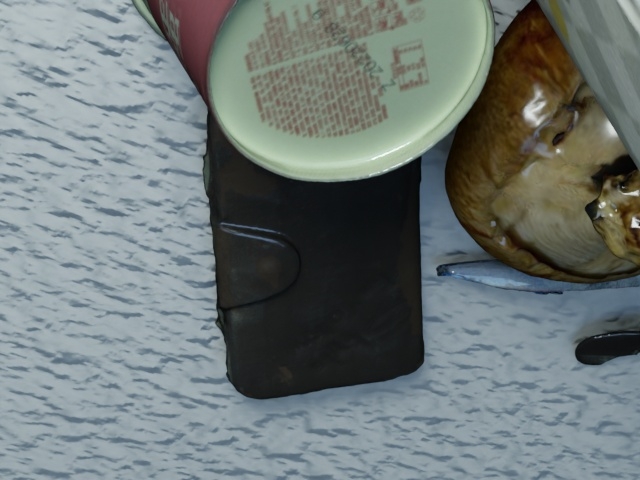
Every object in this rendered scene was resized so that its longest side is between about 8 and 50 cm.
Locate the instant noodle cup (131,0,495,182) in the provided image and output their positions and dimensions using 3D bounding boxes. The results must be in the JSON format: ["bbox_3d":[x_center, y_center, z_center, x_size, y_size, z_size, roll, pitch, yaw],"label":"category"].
[{"bbox_3d":[-0.003,-0.159,1.158,0.235,0.178,0.234,-8,130,-10],"label":"instant noodle cup"}]

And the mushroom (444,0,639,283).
[{"bbox_3d":[0.224,-0.062,1.318,0.267,0.254,0.267,-6,157,-2],"label":"mushroom"}]

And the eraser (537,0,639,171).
[{"bbox_3d":[0.174,-0.157,1.070,0.082,0.397,0.213,-21,134,0],"label":"eraser"}]

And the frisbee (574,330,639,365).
[{"bbox_3d":[0.334,0.077,1.566,0.211,0.012,0.187,-26,148,28],"label":"frisbee"}]

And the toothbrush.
[{"bbox_3d":[0.286,0.027,1.516,0.413,0.035,0.042,0,109,-19],"label":"toothbrush"}]

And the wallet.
[{"bbox_3d":[0.000,0.000,1.391,0.165,0.042,0.309,-12,133,-11],"label":"wallet"}]
